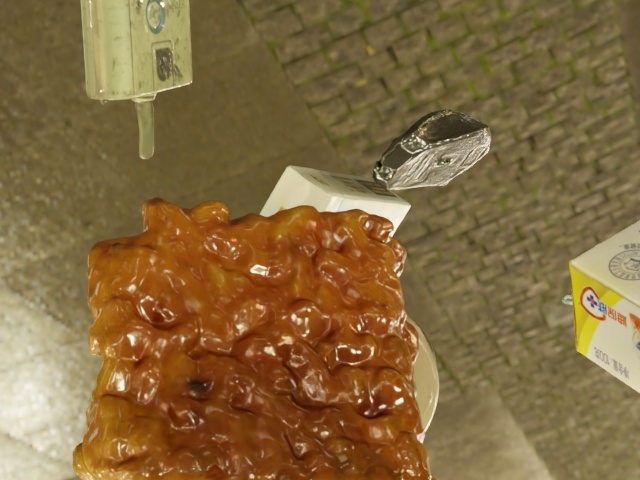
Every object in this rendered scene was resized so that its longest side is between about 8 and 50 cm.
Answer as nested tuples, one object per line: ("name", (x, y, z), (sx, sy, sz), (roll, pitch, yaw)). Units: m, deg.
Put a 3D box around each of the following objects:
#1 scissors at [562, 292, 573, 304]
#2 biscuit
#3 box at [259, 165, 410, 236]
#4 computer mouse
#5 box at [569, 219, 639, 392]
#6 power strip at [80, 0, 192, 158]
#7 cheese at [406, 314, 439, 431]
("scissors", (0.296, 0.070, 1.407), (0.036, 0.083, 0.006), (-14, 112, -32))
("biscuit", (-0.053, 0.108, 1.147), (0.318, 0.312, 0.110), (4, 147, -16))
("box", (0.000, 0.000, 1.496), (0.155, 0.067, 0.243), (-60, 159, 11))
("computer mouse", (0.119, -0.104, 1.456), (0.172, 0.057, 0.099), (-14, 153, -38))
("box", (0.336, 0.069, 1.003), (0.168, 0.265, 0.097), (-29, 126, -21))
("power strip", (-0.115, -0.182, 0.806), (0.034, 0.267, 0.092), (4, -166, 22))
("cheese", (0.022, 0.180, 1.373), (0.082, 0.163, 0.286), (-14, -167, 42))
